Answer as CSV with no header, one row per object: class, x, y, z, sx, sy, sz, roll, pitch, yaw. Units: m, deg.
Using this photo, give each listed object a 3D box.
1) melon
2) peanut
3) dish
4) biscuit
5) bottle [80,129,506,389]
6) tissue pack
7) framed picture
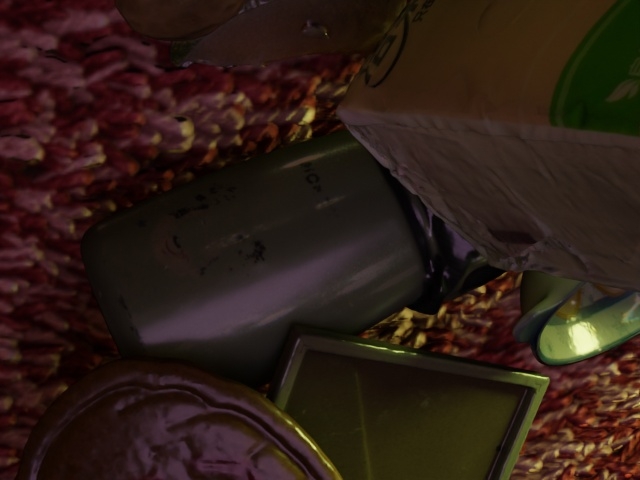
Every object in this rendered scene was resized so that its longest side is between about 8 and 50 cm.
melon,-0.023,-0.175,0.972,0.182,0.054,0.098,-6,132,-12
peanut,-0.070,-0.240,0.894,0.104,0.085,0.228,34,106,8
dish,0.236,-0.005,0.991,0.236,0.086,0.228,-1,141,-47
biscuit,-0.102,0.219,0.914,0.273,0.049,0.257,42,100,-9
bottle,0.001,0.001,0.992,0.347,0.168,0.168,-23,120,-4
tissue pack,0.248,-0.175,0.801,0.205,0.331,0.405,41,76,-26
framed picture,0.027,0.230,1.000,0.240,0.020,0.324,12,105,-29
